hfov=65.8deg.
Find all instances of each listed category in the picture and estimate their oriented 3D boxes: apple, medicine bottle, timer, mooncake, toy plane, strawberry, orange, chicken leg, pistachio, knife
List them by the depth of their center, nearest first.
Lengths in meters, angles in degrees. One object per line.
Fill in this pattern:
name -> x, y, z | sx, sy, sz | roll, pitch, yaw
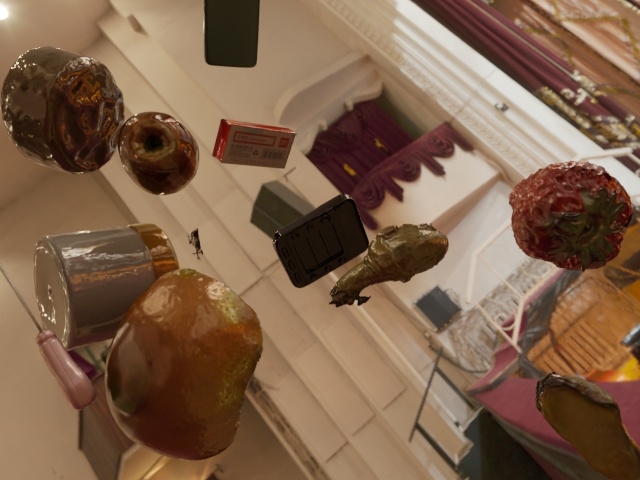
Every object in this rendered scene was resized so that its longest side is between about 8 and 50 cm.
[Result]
pistachio -> 0.377, 0.251, 0.692 | 0.089, 0.173, 0.049 | -45, -12, 7
knife -> -0.476, 0.133, 0.813 | 0.043, 0.336, 0.081 | -34, -6, -32
orange -> -0.241, 0.219, 0.847 | 0.335, 0.262, 0.196 | -67, -16, 6
chicken leg -> 0.109, 0.039, 0.853 | 0.227, 0.103, 0.088 | -31, -38, 13
apple -> -0.330, -0.172, 1.009 | 0.146, 0.163, 0.147 | -50, 2, -11
timer -> 0.000, 0.000, 1.018 | 0.187, 0.055, 0.144 | -30, -53, -9
medicine bottle -> -0.451, 0.090, 1.046 | 0.231, 0.238, 0.238 | -9, -37, -43
strawberry -> 0.551, -0.067, 1.142 | 0.257, 0.257, 0.277 | -44, 19, 4
mooncake -> -0.600, -0.306, 1.190 | 0.284, 0.155, 0.285 | 14, -90, -80
toy plane -> -0.430, 0.012, 1.712 | 0.031, 0.049, 0.121 | -19, -65, -38

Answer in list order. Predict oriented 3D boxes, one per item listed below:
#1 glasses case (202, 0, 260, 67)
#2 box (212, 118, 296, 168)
glasses case -> -0.123, -0.337, 0.681 | 0.077, 0.039, 0.184 | -1, -59, -14
box -> -0.190, -0.276, 1.430 | 0.229, 0.050, 0.123 | -2, -56, -37
